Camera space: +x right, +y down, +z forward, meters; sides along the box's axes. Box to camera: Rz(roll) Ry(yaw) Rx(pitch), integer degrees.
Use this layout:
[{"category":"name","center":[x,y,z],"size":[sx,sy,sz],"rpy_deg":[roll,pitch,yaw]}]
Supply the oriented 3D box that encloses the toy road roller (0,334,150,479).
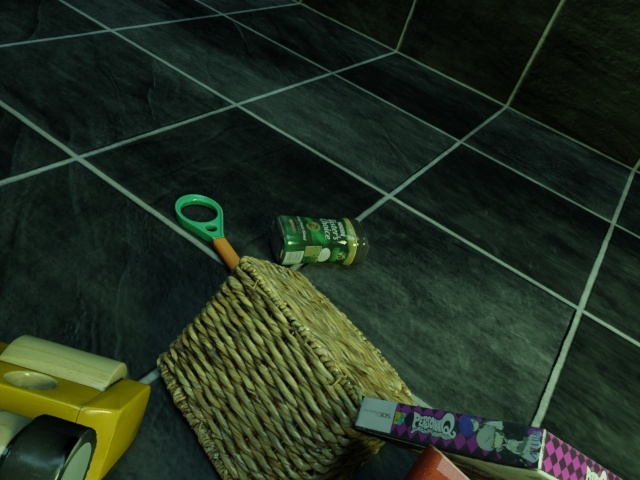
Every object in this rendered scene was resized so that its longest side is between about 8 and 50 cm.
[{"category":"toy road roller","center":[-0.334,0.249,0.561],"size":[0.203,0.240,0.329],"rpy_deg":[18,0,-2]}]

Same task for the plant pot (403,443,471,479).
[{"category":"plant pot","center":[0.123,0.381,0.489],"size":[0.236,0.267,0.267],"rpy_deg":[-44,64,-12]}]

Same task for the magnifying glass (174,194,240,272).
[{"category":"magnifying glass","center":[-0.205,-0.014,1.046],"size":[0.092,0.026,0.231],"rpy_deg":[-12,48,-35]}]

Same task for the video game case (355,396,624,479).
[{"category":"video game case","center":[0.189,0.235,0.591],"size":[0.232,0.210,0.041],"rpy_deg":[35,63,-34]}]

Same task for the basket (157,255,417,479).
[{"category":"basket","center":[-0.046,0.205,0.788],"size":[0.299,0.223,0.213],"rpy_deg":[45,11,30]}]

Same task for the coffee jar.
[{"category":"coffee jar","center":[0.000,0.000,1.074],"size":[0.185,0.079,0.096],"rpy_deg":[2,41,-23]}]
